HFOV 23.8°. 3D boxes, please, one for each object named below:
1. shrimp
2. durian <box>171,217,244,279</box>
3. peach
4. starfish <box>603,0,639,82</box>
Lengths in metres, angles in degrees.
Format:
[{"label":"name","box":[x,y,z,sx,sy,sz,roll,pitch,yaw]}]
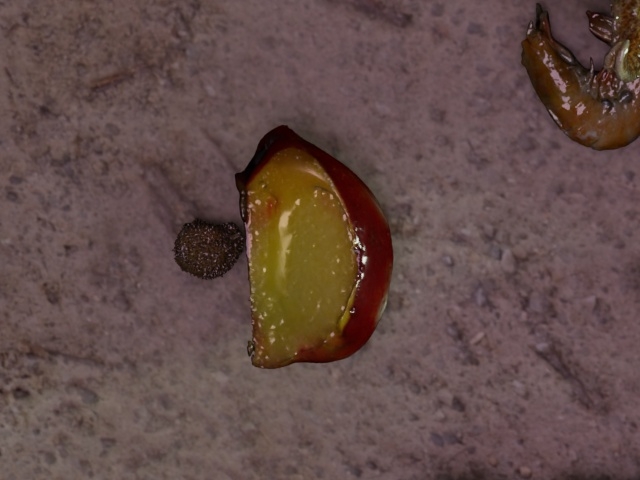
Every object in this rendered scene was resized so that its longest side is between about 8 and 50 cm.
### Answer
[{"label":"shrimp","box":[0.299,-0.190,1.689,0.132,0.051,0.187,-39,99,1]},{"label":"durian","box":[-0.129,0.007,1.771,0.091,0.080,0.080,-27,95,35]},{"label":"peach","box":[0.002,0.002,1.712,0.158,0.154,0.267,-7,89,19]},{"label":"starfish","box":[0.347,-0.259,1.544,0.303,0.312,0.113,21,124,23]}]
